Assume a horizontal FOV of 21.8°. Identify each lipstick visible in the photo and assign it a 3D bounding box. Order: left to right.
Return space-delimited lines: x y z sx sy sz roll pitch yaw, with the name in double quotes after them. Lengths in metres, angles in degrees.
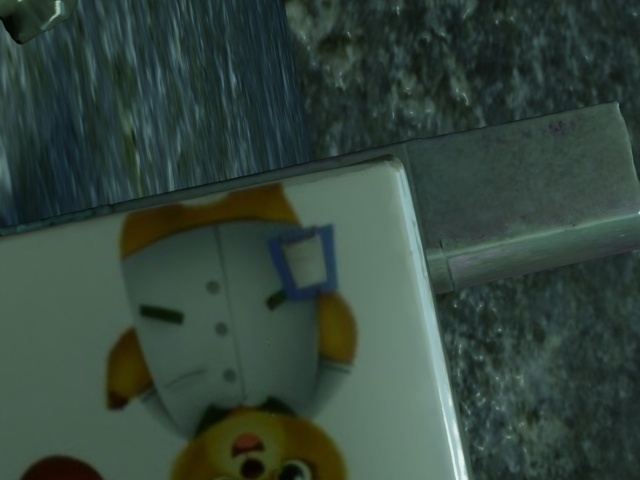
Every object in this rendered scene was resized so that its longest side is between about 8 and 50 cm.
0.000 0.000 0.838 0.068 0.317 0.066 63 16 -69 "lipstick"

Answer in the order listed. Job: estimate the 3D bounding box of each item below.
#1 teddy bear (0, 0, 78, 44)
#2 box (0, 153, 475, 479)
-0.156 -0.267 0.648 0.357 0.224 0.368 -79 173 -76 "teddy bear"
-0.041 0.159 0.598 0.143 0.224 0.341 30 48 -84 "box"
